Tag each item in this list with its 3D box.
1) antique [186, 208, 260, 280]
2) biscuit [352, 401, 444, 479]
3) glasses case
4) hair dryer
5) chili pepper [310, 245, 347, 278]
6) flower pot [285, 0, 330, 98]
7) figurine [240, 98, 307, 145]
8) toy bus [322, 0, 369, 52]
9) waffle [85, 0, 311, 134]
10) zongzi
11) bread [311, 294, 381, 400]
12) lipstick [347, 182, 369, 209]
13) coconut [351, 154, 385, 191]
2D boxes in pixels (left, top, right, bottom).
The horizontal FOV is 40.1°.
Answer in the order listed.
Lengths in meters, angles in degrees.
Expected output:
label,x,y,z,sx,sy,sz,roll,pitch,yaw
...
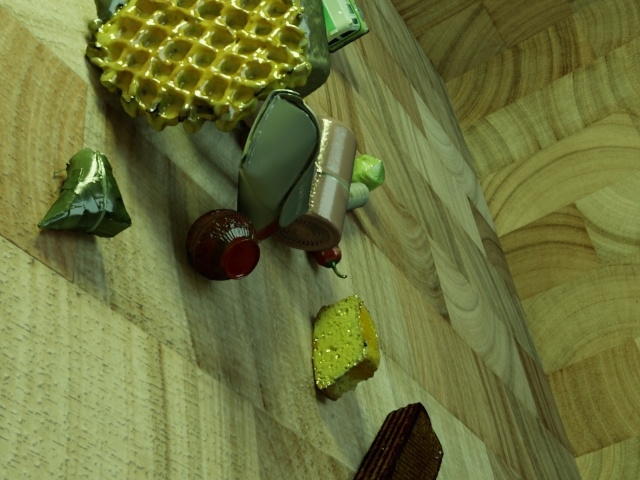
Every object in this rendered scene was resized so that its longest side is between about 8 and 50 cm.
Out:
label,x,y,z,sx,sy,sz,roll,pitch,yaw
antique,-0.132,0.005,1.176,0.104,0.104,0.104,52,22,-31
biscuit,0.124,0.375,1.401,0.107,0.073,0.388,64,19,-3
glasses case,-0.063,-0.074,1.220,0.083,0.128,0.308,29,-23,8
hair dryer,-0.048,-0.159,1.405,0.352,0.125,0.210,57,37,-51
chili pepper,-0.001,0.000,1.598,0.059,0.050,0.191,35,22,-49
flower pot,-0.137,-0.386,1.426,0.293,0.293,0.330,4,69,-68
figurine,-0.080,-0.223,1.570,0.121,0.122,0.176,58,19,-24
toy bus,0.005,-0.653,2.335,0.276,0.133,0.164,63,19,0
waffle,-0.167,-0.275,1.201,0.062,0.329,0.329,89,-11,-58
zongzi,-0.273,-0.058,0.963,0.119,0.055,0.109,5,57,-55
bread,0.039,0.171,1.398,0.065,0.103,0.187,55,16,-30
lipstick,0.043,-0.087,1.813,0.059,0.059,0.264,64,19,2
coconut,0.107,-0.156,2.018,0.087,0.096,0.088,34,30,-23
